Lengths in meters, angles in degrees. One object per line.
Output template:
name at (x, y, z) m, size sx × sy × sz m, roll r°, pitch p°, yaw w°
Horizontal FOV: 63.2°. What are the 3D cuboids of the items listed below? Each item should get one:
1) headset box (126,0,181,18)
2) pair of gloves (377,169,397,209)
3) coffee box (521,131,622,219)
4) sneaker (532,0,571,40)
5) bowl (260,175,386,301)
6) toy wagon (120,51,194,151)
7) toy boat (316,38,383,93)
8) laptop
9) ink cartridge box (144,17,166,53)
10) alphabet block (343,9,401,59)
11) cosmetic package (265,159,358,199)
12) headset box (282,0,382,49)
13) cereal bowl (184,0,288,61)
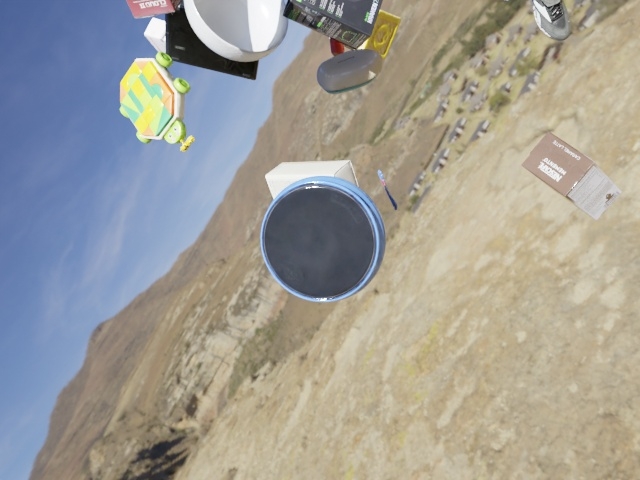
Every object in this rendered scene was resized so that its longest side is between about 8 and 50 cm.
headset box at (-0.391, -0.670, 1.178) m, size 0.293 × 0.110 × 0.218 m, roll 74°, pitch -161°, yaw -46°
pair of gloves at (0.307, -0.229, 2.363) m, size 0.023 × 0.159 × 0.198 m, roll -26°, pitch 31°, yaw 8°
coffee box at (0.613, -0.151, 1.261) m, size 0.098 × 0.247 × 0.141 m, roll -54°, pitch 48°, yaw 18°
sneaker at (0.627, -0.659, 1.426) m, size 0.078 × 0.234 × 0.106 m, roll -26°, pitch 10°, yaw 13°
bowl at (0.000, 0.000, 1.570) m, size 0.391 × 0.391 × 0.077 m, roll -57°, pitch -8°, yaw 16°
toy wagon at (-0.547, -0.451, 1.758) m, size 0.267 × 0.344 × 0.068 m, roll -42°, pitch -14°, yaw 28°
toy boat at (0.106, -0.688, 2.063) m, size 0.148 × 0.268 × 0.318 m, roll 73°, pitch 179°, yaw -47°
laptop at (-0.405, -0.919, 2.093) m, size 0.408 × 0.382 × 0.236 m, roll 111°, pitch 168°, yaw -52°
ink cartridge box at (-0.636, -0.876, 2.295) m, size 0.160 × 0.220 × 0.092 m, roll 53°, pitch -120°, yaw -75°
alphabet block at (0.193, -0.914, 2.244) m, size 0.192 × 0.197 × 0.193 m, roll -13°, pitch -47°, yaw -49°
cosmetic package at (-0.027, -0.184, 1.814) m, size 0.310 × 0.160 × 0.113 m, roll 5°, pitch 37°, yaw 37°
headset box at (0.044, -0.771, 1.592) m, size 0.131 × 0.283 × 0.246 m, roll 179°, pitch 110°, yaw -73°
cereal bowl at (-0.279, -0.719, 1.659) m, size 0.141 × 0.339 × 0.338 m, roll -22°, pitch 36°, yaw 54°
